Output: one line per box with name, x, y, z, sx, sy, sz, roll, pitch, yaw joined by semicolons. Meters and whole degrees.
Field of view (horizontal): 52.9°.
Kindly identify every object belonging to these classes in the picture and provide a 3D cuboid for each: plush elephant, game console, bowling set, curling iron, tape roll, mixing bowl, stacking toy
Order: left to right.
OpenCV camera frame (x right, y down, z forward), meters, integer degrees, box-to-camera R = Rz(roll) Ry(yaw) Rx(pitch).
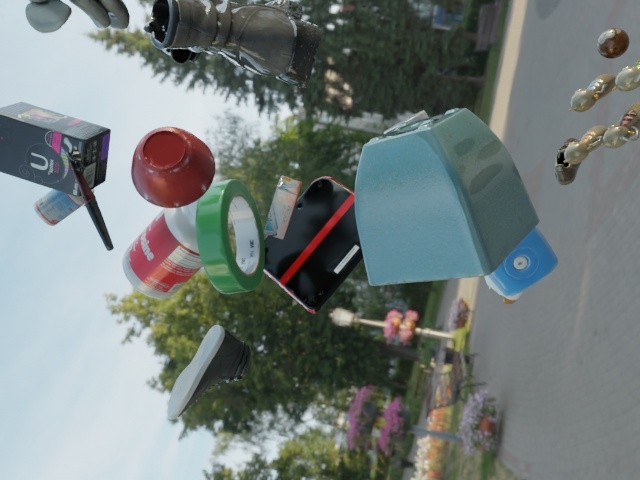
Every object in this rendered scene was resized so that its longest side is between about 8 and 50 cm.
plush elephant;-0.675;-0.687;1.684;0.330;0.256;0.271;-102;4;-75
curling iron;-0.562;-0.101;1.557;0.273;0.035;0.068;69;161;3
mixing bowl;-0.315;-0.169;1.338;0.098;0.182;0.181;95;-172;-71
tape roll;-0.249;-0.010;1.827;0.321;0.077;0.320;-9;-90;-76
game console;0.000;0.000;2.033;0.386;0.342;0.060;-50;-36;-4
stacking toy;0.518;0.003;1.810;0.165;0.175;0.301;50;-167;-18
bowling set;0.525;-0.265;1.159;0.154;0.199;0.287;-36;3;-33

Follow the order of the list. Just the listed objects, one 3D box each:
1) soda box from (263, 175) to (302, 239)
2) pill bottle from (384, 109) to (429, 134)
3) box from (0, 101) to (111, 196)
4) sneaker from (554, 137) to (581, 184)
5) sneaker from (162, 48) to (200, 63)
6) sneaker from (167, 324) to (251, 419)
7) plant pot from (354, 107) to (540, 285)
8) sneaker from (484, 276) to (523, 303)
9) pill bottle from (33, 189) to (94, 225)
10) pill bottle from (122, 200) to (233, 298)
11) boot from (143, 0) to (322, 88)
soda box;-0.106;-0.090;1.784;0.058;0.063;0.183;-73;3;-46
pill bottle;0.228;-0.165;1.386;0.208;0.119;0.119;60;-162;-8
box;-0.721;-0.245;1.710;0.143;0.271;0.165;-63;-10;-65
sneaker;0.709;-0.244;1.836;0.071;0.066;0.188;55;-137;-34
sneaker;-0.464;-0.657;2.052;0.447;0.169;0.257;-30;45;62
sneaker;-0.296;0.382;1.761;0.295;0.147;0.104;-57;31;5
plant pot;0.203;-0.089;1.149;0.247;0.248;0.252;-35;-71;-46
sneaker;0.541;0.082;2.050;0.123;0.106;0.290;101;154;-45
pill bottle;-0.742;-0.119;1.866;0.160;0.087;0.087;-35;-9;3
pill bottle;-0.464;-0.002;2.147;0.408;0.229;0.229;-41;11;28
boot;-0.140;-0.322;0.946;0.338;0.223;0.118;-126;49;-65
